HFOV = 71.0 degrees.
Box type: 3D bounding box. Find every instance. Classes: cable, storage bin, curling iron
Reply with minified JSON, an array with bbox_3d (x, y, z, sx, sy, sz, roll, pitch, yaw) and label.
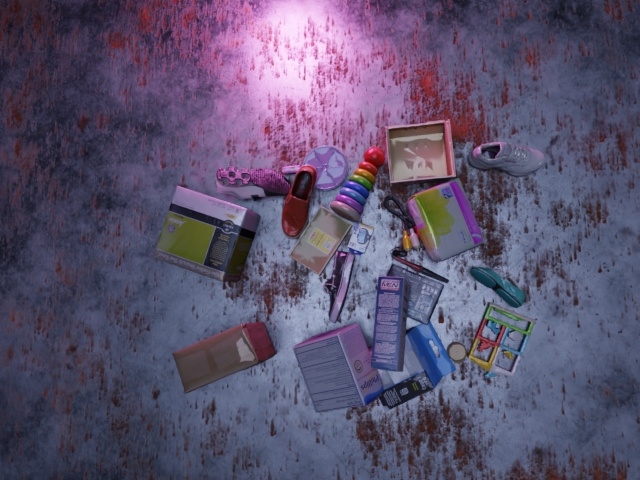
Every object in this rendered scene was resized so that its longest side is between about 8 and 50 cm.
[{"bbox_3d":[0.376,-0.078,1.901,0.139,0.072,0.287,-24,83,0],"label":"cable"},{"bbox_3d":[0.415,-0.371,1.893,0.262,0.123,0.260,-5,85,8],"label":"storage bin"},{"bbox_3d":[0.420,0.106,1.898,0.274,0.035,0.068,32,90,9],"label":"curling iron"}]

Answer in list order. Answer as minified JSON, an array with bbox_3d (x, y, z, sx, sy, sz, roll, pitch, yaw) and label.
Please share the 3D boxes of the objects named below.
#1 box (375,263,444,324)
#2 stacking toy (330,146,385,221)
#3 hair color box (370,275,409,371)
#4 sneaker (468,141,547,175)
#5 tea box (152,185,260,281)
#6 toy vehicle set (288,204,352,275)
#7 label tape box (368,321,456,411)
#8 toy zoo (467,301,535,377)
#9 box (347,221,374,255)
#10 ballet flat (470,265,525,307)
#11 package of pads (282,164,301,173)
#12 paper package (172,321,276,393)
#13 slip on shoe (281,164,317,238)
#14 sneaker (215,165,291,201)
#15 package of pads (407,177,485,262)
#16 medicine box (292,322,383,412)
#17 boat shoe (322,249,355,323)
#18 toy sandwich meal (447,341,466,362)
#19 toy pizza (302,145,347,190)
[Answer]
[{"bbox_3d":[0.371,0.223,1.869,0.233,0.059,0.183,22,88,18],"label":"box"},{"bbox_3d":[0.175,-0.251,1.925,0.141,0.141,0.330,28,82,9],"label":"stacking toy"},{"bbox_3d":[0.273,0.325,1.740,0.105,0.174,0.347,3,75,18],"label":"hair color box"},{"bbox_3d":[0.770,-0.336,1.829,0.305,0.152,0.114,4,84,6],"label":"sneaker"},{"bbox_3d":[-0.482,-0.020,1.936,0.329,0.220,0.323,19,87,9],"label":"tea box"},{"bbox_3d":[0.000,0.000,1.962,0.166,0.035,0.267,34,90,9],"label":"toy vehicle set"},{"bbox_3d":[0.357,0.507,1.838,0.334,0.106,0.240,-28,82,5],"label":"label tape box"},{"bbox_3d":[0.730,0.424,1.833,0.192,0.030,0.293,23,88,9],"label":"toy zoo"},{"bbox_3d":[0.172,-0.006,1.944,0.081,0.028,0.136,20,87,8],"label":"box"},{"bbox_3d":[0.731,0.171,1.838,0.247,0.083,0.087,39,67,9],"label":"ballet flat"},{"bbox_3d":[-0.125,-0.313,1.997,0.083,0.050,0.032,-7,90,7],"label":"package of pads"},{"bbox_3d":[-0.382,0.468,1.837,0.325,0.309,0.168,-24,79,5],"label":"paper package"},{"bbox_3d":[-0.097,-0.166,1.941,0.123,0.101,0.331,19,101,3],"label":"slip on shoe"},{"bbox_3d":[-0.300,-0.240,1.994,0.331,0.146,0.122,8,60,-13],"label":"sneaker"},{"bbox_3d":[0.507,-0.079,1.832,0.229,0.101,0.296,-22,87,-13],"label":"package of pads"},{"bbox_3d":[0.067,0.514,1.799,0.263,0.149,0.289,-26,82,38],"label":"medicine box"},{"bbox_3d":[0.064,0.191,1.900,0.105,0.113,0.306,13,85,10],"label":"boat shoe"},{"bbox_3d":[0.566,0.463,1.854,0.086,0.029,0.085,-3,78,16],"label":"toy sandwich meal"},{"bbox_3d":[0.021,-0.319,1.988,0.201,0.032,0.201,-1,85,9],"label":"toy pizza"}]
